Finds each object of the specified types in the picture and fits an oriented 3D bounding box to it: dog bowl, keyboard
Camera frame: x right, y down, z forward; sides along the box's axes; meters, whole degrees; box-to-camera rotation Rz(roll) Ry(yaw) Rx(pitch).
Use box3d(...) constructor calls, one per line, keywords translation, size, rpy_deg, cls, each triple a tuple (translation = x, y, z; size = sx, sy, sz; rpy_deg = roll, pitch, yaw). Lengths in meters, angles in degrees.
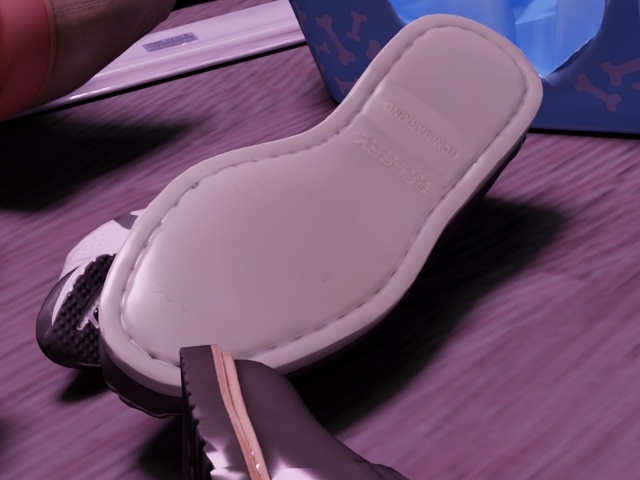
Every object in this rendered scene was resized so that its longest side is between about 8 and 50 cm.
box3d(translation=(0.118, -0.108, 0.847), size=(0.297, 0.074, 0.166), rpy_deg=(7, 29, 34), cls="dog bowl")
box3d(translation=(-0.077, -0.101, 0.997), size=(0.256, 0.014, 0.072), rpy_deg=(-16, 19, -13), cls="keyboard")

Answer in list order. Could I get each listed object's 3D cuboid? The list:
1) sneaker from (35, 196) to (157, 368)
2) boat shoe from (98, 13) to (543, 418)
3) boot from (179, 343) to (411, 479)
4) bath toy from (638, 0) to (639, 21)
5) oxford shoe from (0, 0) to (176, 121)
box3d(translation=(-0.079, 0.020, 0.694), size=(0.044, 0.040, 0.109), rpy_deg=(-19, 15, 25), cls="sneaker")
box3d(translation=(0.000, 0.000, 0.662), size=(0.081, 0.068, 0.228), rpy_deg=(41, 47, 10), cls="boat shoe")
box3d(translation=(0.046, 0.084, 0.453), size=(0.137, 0.077, 0.198), rpy_deg=(-12, 36, -14), cls="boot")
box3d(translation=(0.284, -0.076, 0.632), size=(0.348, 0.129, 0.151), rpy_deg=(-6, 23, 9), cls="bath toy")
box3d(translation=(-0.212, -0.108, 0.947), size=(0.348, 0.123, 0.130), rpy_deg=(11, 22, 44), cls="oxford shoe")
